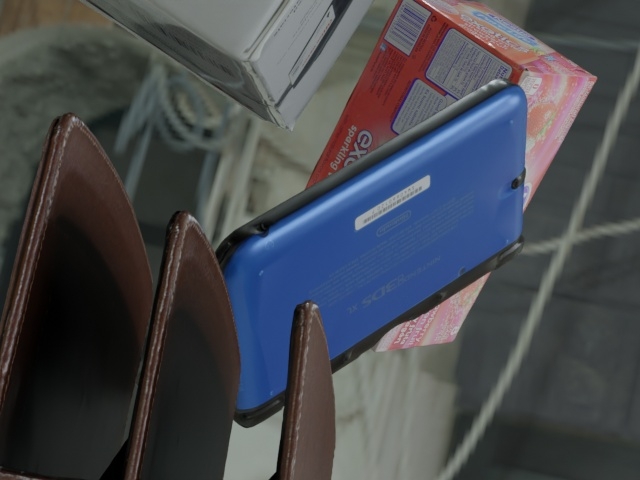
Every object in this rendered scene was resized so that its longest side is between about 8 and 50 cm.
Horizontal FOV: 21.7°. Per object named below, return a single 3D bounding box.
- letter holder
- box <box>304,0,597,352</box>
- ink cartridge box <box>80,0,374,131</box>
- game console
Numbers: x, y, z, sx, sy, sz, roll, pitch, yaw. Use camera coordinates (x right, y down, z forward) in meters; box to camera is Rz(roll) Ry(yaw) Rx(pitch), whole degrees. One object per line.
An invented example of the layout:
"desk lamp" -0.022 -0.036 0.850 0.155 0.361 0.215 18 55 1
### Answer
"letter holder" -0.068 0.077 0.921 0.152 0.214 0.302 7 -18 5
"box" 0.102 -0.062 1.544 0.154 0.300 0.142 38 23 30
"ink cartridge box" -0.085 -0.189 0.962 0.223 0.129 0.307 34 -1 3
"game console" 0.000 0.000 1.292 0.173 0.293 0.250 36 -35 36
